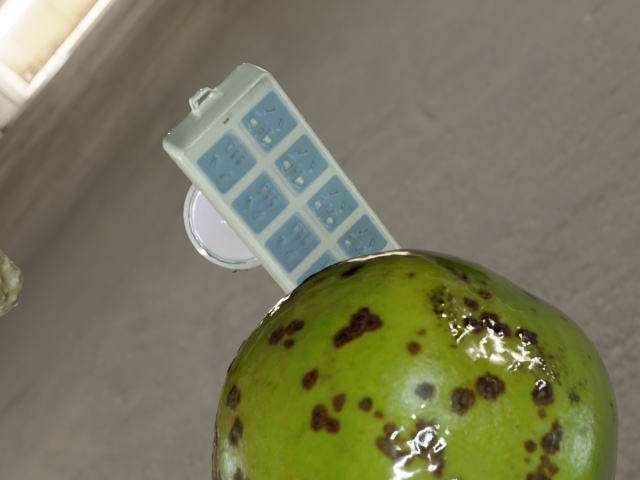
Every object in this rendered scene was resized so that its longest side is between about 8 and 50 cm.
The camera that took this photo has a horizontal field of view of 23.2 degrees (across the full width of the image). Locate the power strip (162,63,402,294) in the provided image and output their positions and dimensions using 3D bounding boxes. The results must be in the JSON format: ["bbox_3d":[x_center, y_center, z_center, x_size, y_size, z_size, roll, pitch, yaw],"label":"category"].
[{"bbox_3d":[0.000,0.000,1.381,0.106,0.367,0.043,-45,36,-9],"label":"power strip"}]

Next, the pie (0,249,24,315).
[{"bbox_3d":[-0.307,-0.002,1.095,0.084,0.205,0.179,-59,-8,-21],"label":"pie"}]

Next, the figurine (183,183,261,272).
[{"bbox_3d":[-0.087,-0.037,1.871,0.132,0.132,0.153,-48,0,11],"label":"figurine"}]

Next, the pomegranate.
[{"bbox_3d":[0.052,0.126,0.733,0.198,0.246,0.198,-18,-12,-4],"label":"pomegranate"}]
